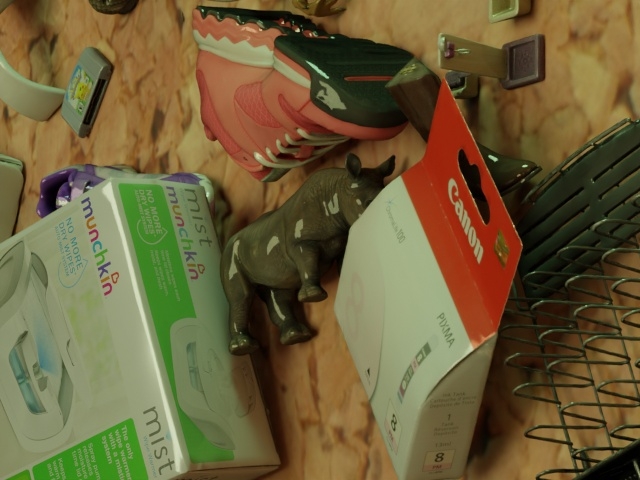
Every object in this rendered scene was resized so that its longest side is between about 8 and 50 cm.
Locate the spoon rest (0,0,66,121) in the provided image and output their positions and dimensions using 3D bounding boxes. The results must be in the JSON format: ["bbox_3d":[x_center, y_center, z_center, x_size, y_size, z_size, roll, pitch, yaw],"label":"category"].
[{"bbox_3d":[-0.335,-0.261,2.056,0.137,0.084,0.276,-42,52,41],"label":"spoon rest"}]

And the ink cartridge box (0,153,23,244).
[{"bbox_3d":[-0.471,-0.012,2.153,0.306,0.131,0.226,16,96,55],"label":"ink cartridge box"}]

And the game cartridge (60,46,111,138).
[{"bbox_3d":[-0.240,-0.153,1.961,0.056,0.017,0.083,48,121,51],"label":"game cartridge"}]

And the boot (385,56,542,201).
[{"bbox_3d":[0.102,-0.084,1.409,0.106,0.037,0.114,-12,109,54],"label":"boot"}]

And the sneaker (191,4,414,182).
[{"bbox_3d":[-0.015,-0.106,1.585,0.314,0.116,0.136,32,118,59],"label":"sneaker"}]

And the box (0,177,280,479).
[{"bbox_3d":[-0.181,0.111,1.661,0.231,0.127,0.262,-27,71,36],"label":"box"}]

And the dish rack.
[{"bbox_3d":[0.194,0.056,1.273,0.208,0.074,0.271,-39,53,42],"label":"dish rack"}]

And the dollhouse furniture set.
[{"bbox_3d":[0.106,-0.172,1.432,0.091,0.081,0.114,-12,74,52],"label":"dollhouse furniture set"}]

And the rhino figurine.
[{"bbox_3d":[0.000,0.000,1.552,0.243,0.073,0.106,-36,59,43],"label":"rhino figurine"}]

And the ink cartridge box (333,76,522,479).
[{"bbox_3d":[0.071,0.030,1.381,0.189,0.066,0.232,-110,18,-44],"label":"ink cartridge box"}]

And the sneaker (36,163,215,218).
[{"bbox_3d":[-0.187,-0.027,1.788,0.236,0.104,0.095,11,90,53],"label":"sneaker"}]

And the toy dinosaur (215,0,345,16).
[{"bbox_3d":[-0.023,-0.238,1.645,0.211,0.064,0.112,-40,43,18],"label":"toy dinosaur"}]

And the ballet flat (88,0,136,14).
[{"bbox_3d":[-0.207,-0.350,1.919,0.084,0.058,0.250,0,83,53],"label":"ballet flat"}]
